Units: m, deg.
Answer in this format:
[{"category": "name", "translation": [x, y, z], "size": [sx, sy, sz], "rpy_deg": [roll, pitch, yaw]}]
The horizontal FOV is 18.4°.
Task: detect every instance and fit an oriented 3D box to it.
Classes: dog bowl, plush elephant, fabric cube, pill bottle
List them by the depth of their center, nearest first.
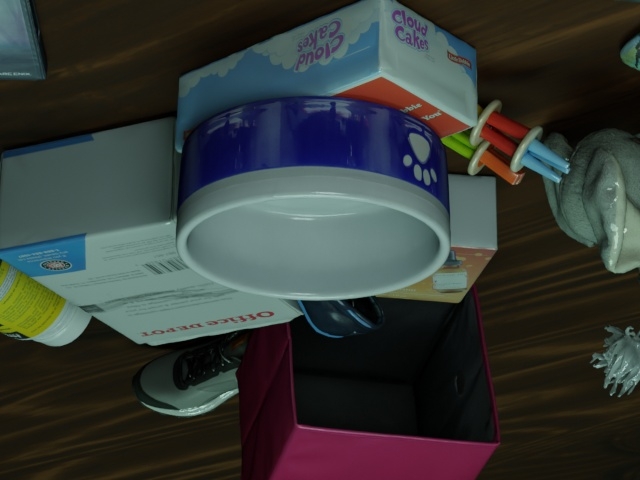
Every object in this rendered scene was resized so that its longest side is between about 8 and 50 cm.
[{"category": "dog bowl", "translation": [-0.007, -0.036, 1.908], "size": [0.265, 0.104, 0.265], "rpy_deg": [0, 157, 0]}, {"category": "plush elephant", "translation": [0.353, -0.037, 1.987], "size": [0.330, 0.272, 0.255], "rpy_deg": [-38, 111, -3]}, {"category": "pill bottle", "translation": [-0.366, 0.048, 2.315], "size": [0.119, 0.119, 0.208], "rpy_deg": [-14, 153, 30]}, {"category": "fabric cube", "translation": [0.049, 0.202, 2.421], "size": [0.254, 0.259, 0.258], "rpy_deg": [6, 141, -14]}]

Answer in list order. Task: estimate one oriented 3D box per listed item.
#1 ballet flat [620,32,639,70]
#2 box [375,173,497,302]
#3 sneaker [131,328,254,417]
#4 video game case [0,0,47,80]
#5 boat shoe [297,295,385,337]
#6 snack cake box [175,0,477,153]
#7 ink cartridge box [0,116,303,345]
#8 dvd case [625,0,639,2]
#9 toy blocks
[{"category": "ballet flat", "translation": [0.356, -0.182, 1.842], "size": [0.070, 0.070, 0.188], "rpy_deg": [18, 151, -36]}, {"category": "box", "translation": [0.116, -0.003, 2.227], "size": [0.130, 0.091, 0.170], "rpy_deg": [4, 157, -9]}, {"category": "sneaker", "translation": [-0.126, 0.161, 2.629], "size": [0.272, 0.100, 0.108], "rpy_deg": [-12, 145, 13]}, {"category": "video game case", "translation": [-0.362, -0.220, 1.807], "size": [0.196, 0.026, 0.274], "rpy_deg": [1, 158, -1]}, {"category": "boat shoe", "translation": [0.000, 0.000, 2.171], "size": [0.089, 0.109, 0.258], "rpy_deg": [0, 141, 37]}, {"category": "snack cake box", "translation": [0.004, -0.136, 1.920], "size": [0.264, 0.089, 0.152], "rpy_deg": [-18, 150, 36]}, {"category": "ink cartridge box", "translation": [-0.182, -0.003, 2.180], "size": [0.223, 0.129, 0.307], "rpy_deg": [-11, 155, 23]}, {"category": "dvd case", "translation": [0.266, -0.242, 1.765], "size": [0.119, 0.013, 0.087], "rpy_deg": [6, 156, -10]}, {"category": "toy blocks", "translation": [0.181, -0.091, 1.972], "size": [0.148, 0.054, 0.123], "rpy_deg": [34, 163, 16]}]
